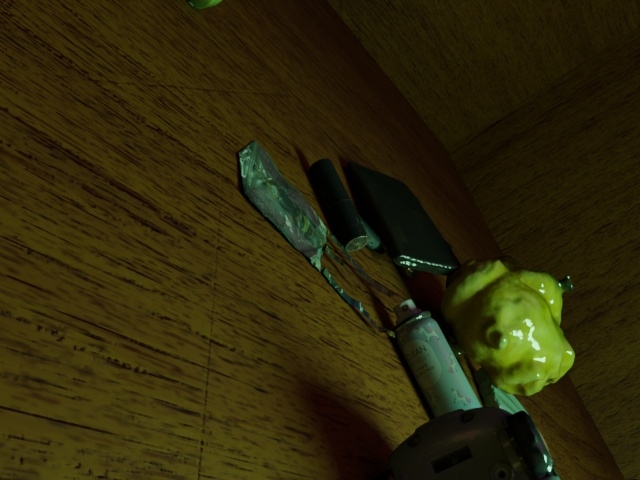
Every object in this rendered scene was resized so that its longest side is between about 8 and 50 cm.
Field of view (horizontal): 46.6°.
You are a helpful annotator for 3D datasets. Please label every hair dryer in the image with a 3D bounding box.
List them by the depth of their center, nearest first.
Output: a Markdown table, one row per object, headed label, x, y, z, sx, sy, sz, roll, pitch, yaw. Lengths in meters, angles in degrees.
| label | x | y | z | sx | sy | sz | roll | pitch | yaw |
| --- | --- | --- | --- | --- | --- | --- | --- | --- | --- |
| hair dryer | 0.060 | -0.040 | 1.323 | 0.195 | 0.050 | 0.173 | 37 | 27 | -60 |

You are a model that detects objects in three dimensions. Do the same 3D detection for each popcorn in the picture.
| label | x | y | z | sx | sy | sz | roll | pitch | yaw |
| --- | --- | --- | --- | --- | --- | --- | --- | --- | --- |
| popcorn | 0.365 | 0.144 | 1.459 | 0.297 | 0.280 | 0.316 | 49 | 22 | -28 |

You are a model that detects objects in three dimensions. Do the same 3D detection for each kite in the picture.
| label | x | y | z | sx | sy | sz | roll | pitch | yaw |
| --- | --- | --- | --- | --- | --- | --- | --- | --- | --- |
| kite | -0.003 | 0.002 | 1.102 | 0.360 | 0.022 | 0.204 | 47 | 19 | -20 |

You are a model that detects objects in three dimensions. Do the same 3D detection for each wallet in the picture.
| label | x | y | z | sx | sy | sz | roll | pitch | yaw |
| --- | --- | --- | --- | --- | --- | --- | --- | --- | --- |
| wallet | 0.158 | -0.044 | 1.484 | 0.165 | 0.042 | 0.310 | 16 | 31 | -32 |

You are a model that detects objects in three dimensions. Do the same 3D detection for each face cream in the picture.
| label | x | y | z | sx | sy | sz | roll | pitch | yaw |
| --- | --- | --- | --- | --- | --- | --- | --- | --- | --- |
| face cream | 0.181 | 0.201 | 1.173 | 0.229 | 0.075 | 0.075 | 63 | 18 | 19 |

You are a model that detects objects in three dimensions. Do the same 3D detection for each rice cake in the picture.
| label | x | y | z | sx | sy | sz | roll | pitch | yaw |
| --- | --- | --- | --- | --- | --- | --- | --- | --- | --- |
| rice cake | 0.403 | 0.369 | 1.556 | 0.237 | 0.043 | 0.127 | 46 | 21 | -34 |

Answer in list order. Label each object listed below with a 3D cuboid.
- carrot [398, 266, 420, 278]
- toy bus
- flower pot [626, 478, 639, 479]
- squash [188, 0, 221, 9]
| label | x | y | z | sx | sy | sz | roll | pitch | yaw |
| --- | --- | --- | --- | --- | --- | --- | --- | --- | --- |
| carrot | 0.177 | 0.012 | 1.529 | 0.060 | 0.060 | 0.186 | 46 | 22 | -34 |
| toy bus | 0.191 | 0.335 | 0.807 | 0.288 | 0.194 | 0.232 | 68 | 7 | 32 |
| flower pot | 0.638 | 0.621 | 1.389 | 0.379 | 0.379 | 0.251 | 49 | -2 | -28 |
| squash | -0.195 | -0.422 | 1.221 | 0.200 | 0.075 | 0.090 | 44 | -22 | 59 |
